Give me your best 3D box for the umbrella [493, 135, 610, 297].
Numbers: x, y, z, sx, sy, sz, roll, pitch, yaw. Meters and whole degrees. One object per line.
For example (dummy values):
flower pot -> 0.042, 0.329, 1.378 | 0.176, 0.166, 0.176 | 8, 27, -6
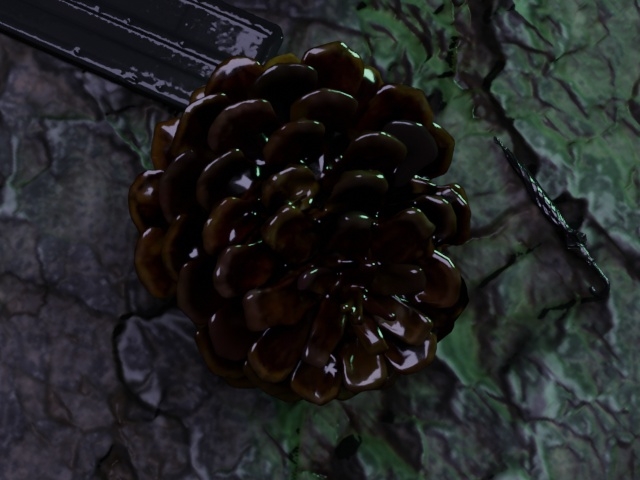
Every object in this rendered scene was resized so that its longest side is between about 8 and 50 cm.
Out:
umbrella -> 0.176, -0.022, 1.261 | 0.022, 0.022, 0.149 | -20, 75, -46

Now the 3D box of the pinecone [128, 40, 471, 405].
pinecone -> 0.001, -0.003, 1.117 | 0.246, 0.292, 0.246 | -4, 108, -14

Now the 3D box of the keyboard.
keyboard -> -0.218, -0.197, 1.277 | 0.381, 0.041, 0.103 | 26, 75, -3
